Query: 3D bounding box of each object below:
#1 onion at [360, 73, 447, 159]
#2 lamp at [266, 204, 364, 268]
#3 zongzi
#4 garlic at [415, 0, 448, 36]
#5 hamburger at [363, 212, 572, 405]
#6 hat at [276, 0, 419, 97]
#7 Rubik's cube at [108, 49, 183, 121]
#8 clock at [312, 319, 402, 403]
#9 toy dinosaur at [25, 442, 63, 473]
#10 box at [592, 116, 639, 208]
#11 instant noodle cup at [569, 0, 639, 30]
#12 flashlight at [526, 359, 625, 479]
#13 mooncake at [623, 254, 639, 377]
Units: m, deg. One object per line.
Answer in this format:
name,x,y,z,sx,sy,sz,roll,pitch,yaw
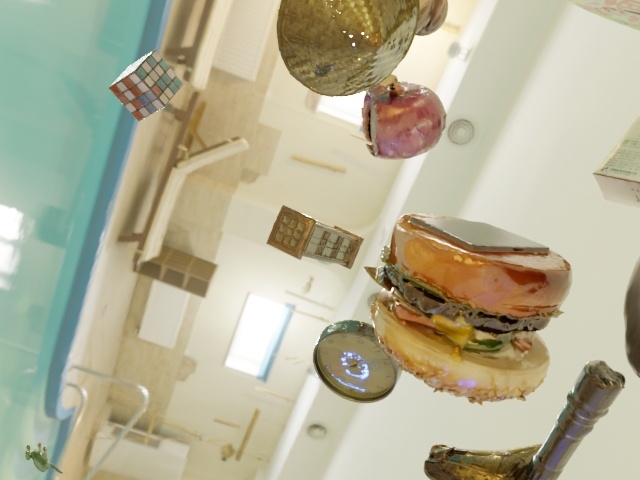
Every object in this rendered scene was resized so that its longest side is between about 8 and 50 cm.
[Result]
onion,0.187,-0.271,1.297,0.207,0.200,0.201,-159,-91,-79
lamp,0.000,0.000,1.305,0.089,0.090,0.325,-67,158,3
zongzi,0.494,0.638,1.714,0.317,0.289,0.154,-47,148,-18
garlic,0.154,-0.378,0.862,0.194,0.131,0.127,-10,-120,49
hamburger,0.209,0.094,0.845,0.291,0.290,0.225,-85,-171,-73
hat,0.038,-0.185,0.519,0.067,0.146,0.146,59,-44,48
Rubik's cube,-0.364,-0.324,1.219,0.092,0.092,0.092,-17,-143,34
clock,0.108,0.370,1.754,0.055,0.280,0.281,-51,166,-55
toy dinosaur,-0.606,0.485,1.269,0.029,0.120,0.060,-30,-150,-7
box,0.788,-0.164,1.302,0.194,0.111,0.260,-48,-149,-7
instant noodle cup,0.548,-0.445,0.868,0.311,0.311,0.222,-83,-167,-71
flashlight,0.629,0.480,1.468,0.103,0.103,0.424,-77,180,-58
mooncake,0.420,0.031,0.551,0.306,0.154,0.306,19,90,-80
